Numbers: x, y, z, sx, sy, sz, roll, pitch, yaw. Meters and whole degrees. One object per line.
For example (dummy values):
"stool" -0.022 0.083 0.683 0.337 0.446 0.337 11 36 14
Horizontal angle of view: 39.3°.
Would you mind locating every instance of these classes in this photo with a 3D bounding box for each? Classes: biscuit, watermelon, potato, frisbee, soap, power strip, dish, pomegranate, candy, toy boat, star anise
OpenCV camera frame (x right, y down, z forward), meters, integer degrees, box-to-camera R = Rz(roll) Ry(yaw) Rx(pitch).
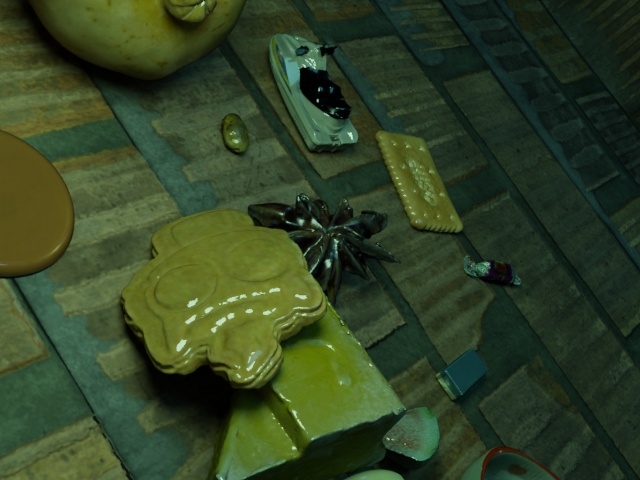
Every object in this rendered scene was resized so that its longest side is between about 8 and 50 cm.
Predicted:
"biscuit" -0.144 0.069 1.259 0.269 0.051 0.376 -19 40 -11
"watermelon" 0.144 0.323 1.461 0.094 0.081 0.180 40 20 14
"potato" -0.153 -0.195 1.621 0.051 0.040 0.083 7 53 -35
"frisbee" -0.454 -0.061 1.233 0.250 0.021 0.251 25 46 -28
"soap" -0.099 0.193 1.258 0.304 0.169 0.339 -11 48 -34
"power strip" 0.264 0.246 1.665 0.123 0.032 0.056 -25 78 -52
"biscuit" 0.214 -0.128 1.931 0.160 0.030 0.250 5 55 -42
"dish" 0.305 0.472 1.447 0.256 0.117 0.256 25 44 -27
"pomegranate" -0.284 -0.453 1.423 0.411 0.411 0.411 26 44 -27
"candy" 0.373 0.065 1.915 0.175 0.043 0.045 13 60 -38
"toy boat" -0.012 -0.310 1.787 0.140 0.140 0.269 -7 78 -47
"star anise" 0.000 0.004 1.546 0.282 0.129 0.212 -14 63 -40

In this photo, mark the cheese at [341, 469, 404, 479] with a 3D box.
"cheese" 0.020 0.389 1.246 0.227 0.137 0.064 -9 39 -27
